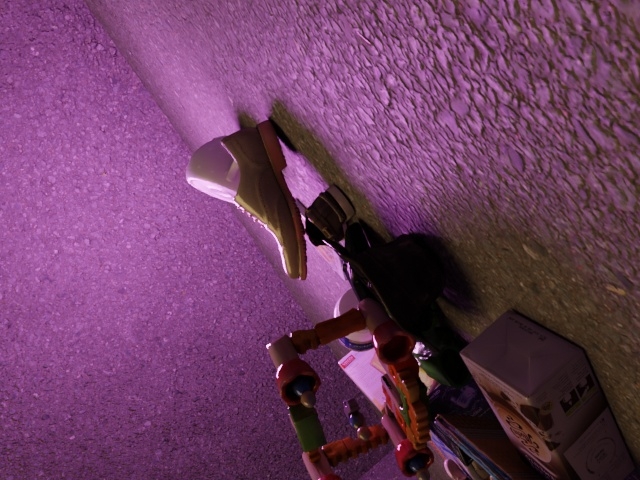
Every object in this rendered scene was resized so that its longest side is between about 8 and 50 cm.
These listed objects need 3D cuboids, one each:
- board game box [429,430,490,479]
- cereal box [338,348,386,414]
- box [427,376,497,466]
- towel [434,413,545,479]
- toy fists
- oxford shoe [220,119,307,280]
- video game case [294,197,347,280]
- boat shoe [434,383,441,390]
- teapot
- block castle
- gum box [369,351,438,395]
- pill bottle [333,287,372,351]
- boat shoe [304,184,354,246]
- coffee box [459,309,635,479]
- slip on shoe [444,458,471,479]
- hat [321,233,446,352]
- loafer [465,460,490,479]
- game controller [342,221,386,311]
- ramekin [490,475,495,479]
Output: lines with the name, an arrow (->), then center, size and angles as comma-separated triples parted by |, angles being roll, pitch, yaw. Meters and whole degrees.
board game box -> 0.461, 0.692, 2.260 | 0.308, 0.086, 0.302 | 51, 169, 6
cereal box -> 0.195, 0.431, 2.284 | 0.240, 0.173, 0.047 | 44, 168, 39
box -> 0.336, 0.405, 1.615 | 0.158, 0.156, 0.093 | 40, 164, 49
towel -> 0.413, 0.430, 1.280 | 0.271, 0.040, 0.370 | 13, -169, -29
toy fists -> 0.236, 0.209, 1.569 | 0.279, 0.096, 0.142 | 56, 162, -12
oxford shoe -> -0.131, -0.083, 1.687 | 0.140, 0.147, 0.397 | 157, 96, -83
video game case -> 0.000, 0.000, 2.063 | 0.227, 0.026, 0.206 | 47, 169, 25
boat shoe -> 0.289, 0.408, 1.961 | 0.319, 0.116, 0.099 | 35, 170, 45
teapot -> -0.260, -0.224, 2.030 | 0.256, 0.187, 0.252 | 14, 170, 30
block castle -> 0.082, 0.379, 1.514 | 0.213, 0.303, 0.453 | -126, 19, -54
gum box -> 0.235, 0.332, 1.837 | 0.188, 0.062, 0.107 | 34, 126, 19
pill bottle -> 0.113, 0.221, 1.969 | 0.153, 0.153, 0.264 | 49, 170, 16
boat shoe -> 0.008, -0.040, 1.687 | 0.116, 0.097, 0.324 | 51, 170, 6
coffee box -> 0.371, 0.278, 1.130 | 0.297, 0.119, 0.168 | 57, 168, -27
slip on shoe -> 0.438, 0.736, 2.158 | 0.041, 0.051, 0.135 | -42, 75, 40
hat -> 0.157, 0.068, 1.321 | 0.331, 0.134, 0.331 | 48, -178, -3
loafer -> 0.376, 0.487, 1.745 | 0.251, 0.087, 0.094 | 58, -158, -12
game controller -> 0.120, 0.100, 1.642 | 0.319, 0.067, 0.166 | 64, -153, -48
ramekin -> 0.520, 0.615, 1.673 | 0.207, 0.109, 0.207 | 50, 170, 12
